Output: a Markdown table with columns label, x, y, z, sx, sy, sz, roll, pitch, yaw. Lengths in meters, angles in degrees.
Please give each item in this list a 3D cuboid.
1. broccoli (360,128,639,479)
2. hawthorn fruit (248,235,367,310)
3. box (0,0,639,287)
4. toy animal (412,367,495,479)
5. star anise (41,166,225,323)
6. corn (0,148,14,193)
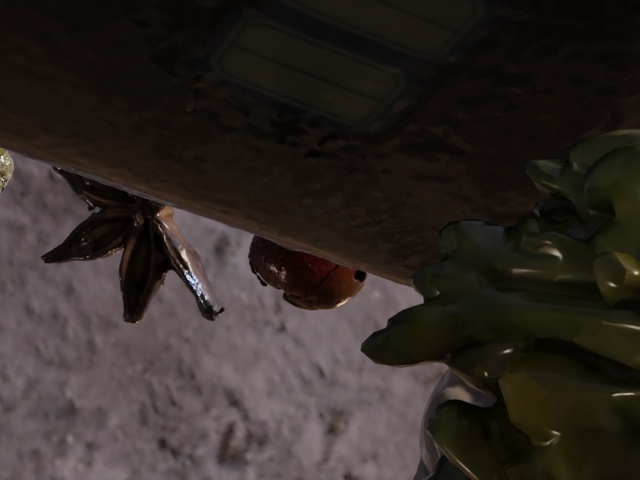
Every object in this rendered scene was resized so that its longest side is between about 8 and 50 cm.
| label | x | y | z | sx | sy | sz | roll | pitch | yaw |
| --- | --- | --- | --- | --- | --- | --- | --- | --- | --- |
| broccoli | 0.129 | 0.075 | 0.367 | 0.248 | 0.245 | 0.288 | 26 | 90 | -11 |
| hawthorn fruit | 0.000 | 0.000 | 2.357 | 0.148 | 0.148 | 0.172 | 26 | 96 | -44 |
| box | 0.001 | -0.107 | 0.804 | 0.359 | 0.091 | 0.350 | 20 | 148 | -15 |
| toy animal | 0.166 | 0.173 | 1.409 | 0.272 | 0.265 | 0.206 | -31 | 113 | -18 |
| star anise | -0.164 | -0.029 | 1.744 | 0.172 | 0.208 | 0.063 | 2 | 180 | 11 |
| corn | -0.455 | -0.073 | 2.079 | 0.253 | 0.086 | 0.086 | -4 | 143 | 17 |
